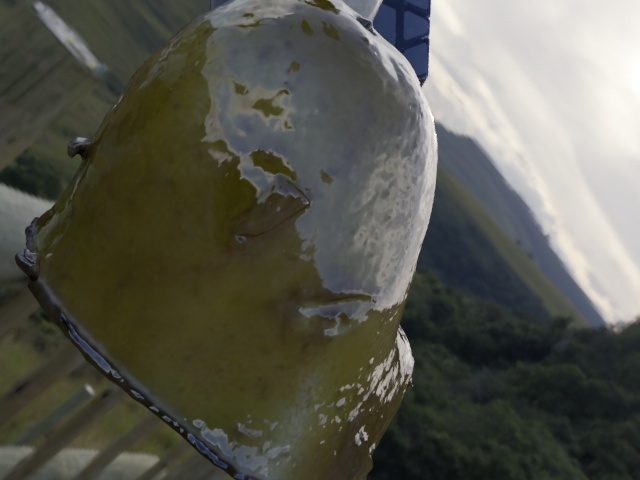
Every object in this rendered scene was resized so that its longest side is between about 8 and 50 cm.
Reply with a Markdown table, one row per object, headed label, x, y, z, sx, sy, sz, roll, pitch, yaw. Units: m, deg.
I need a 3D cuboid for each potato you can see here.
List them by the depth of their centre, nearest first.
| label | x | y | z | sx | sy | sz | roll | pitch | yaw |
| --- | --- | --- | --- | --- | --- | --- | --- | --- | --- |
| potato | 0.000 | 0.000 | 0.803 | 0.397 | 0.296 | 0.290 | 34 | 15 | -35 |

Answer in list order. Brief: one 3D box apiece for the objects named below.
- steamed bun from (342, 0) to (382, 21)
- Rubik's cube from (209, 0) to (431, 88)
| label | x | y | z | sx | sy | sz | roll | pitch | yaw |
| --- | --- | --- | --- | --- | --- | --- | --- | --- | --- |
| steamed bun | -0.022 | -0.303 | 1.086 | 0.130 | 0.177 | 0.228 | 49 | -24 | 53 |
| Rubik's cube | -0.004 | -0.268 | 1.330 | 0.264 | 0.319 | 0.319 | 63 | 6 | 5 |
